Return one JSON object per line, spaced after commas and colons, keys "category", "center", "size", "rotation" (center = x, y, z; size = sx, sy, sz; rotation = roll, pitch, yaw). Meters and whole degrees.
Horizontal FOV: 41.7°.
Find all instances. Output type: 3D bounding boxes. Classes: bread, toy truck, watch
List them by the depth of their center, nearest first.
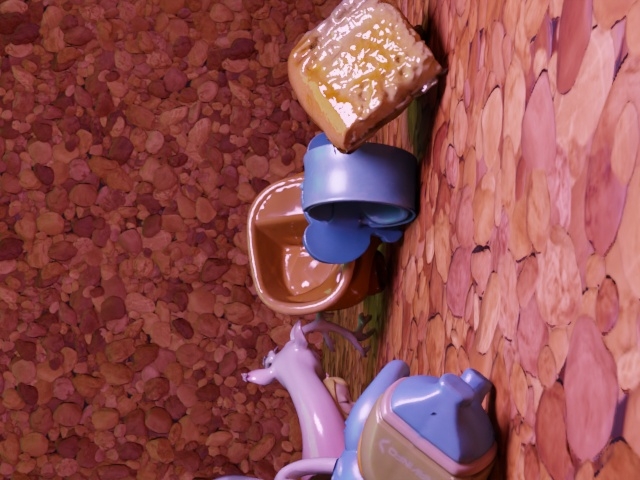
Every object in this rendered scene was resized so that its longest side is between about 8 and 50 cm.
{"category": "bread", "center": [0.047, -0.239, 1.153], "size": [0.204, 0.162, 0.262], "rotation": [-43, 19, 14]}
{"category": "watch", "center": [0.063, -0.076, 1.246], "size": [0.193, 0.210, 0.211], "rotation": [149, 126, -69]}
{"category": "toy truck", "center": [0.000, 0.000, 1.460], "size": [0.211, 0.204, 0.288], "rotation": [31, -125, -64]}

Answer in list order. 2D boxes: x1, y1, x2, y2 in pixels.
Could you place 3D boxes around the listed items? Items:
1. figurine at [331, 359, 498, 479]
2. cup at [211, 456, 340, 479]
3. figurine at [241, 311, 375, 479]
{"category": "figurine", "center": [0.092, 0.212, 0.799], "size": [0.180, 0.153, 0.262], "rotation": [-74, 7, -63]}
{"category": "cup", "center": [-0.038, 0.422, 1.122], "size": [0.357, 0.274, 0.260], "rotation": [-54, -31, -49]}
{"category": "figurine", "center": [-0.004, 0.273, 1.484], "size": [0.284, 0.206, 0.316], "rotation": [24, -139, -57]}
